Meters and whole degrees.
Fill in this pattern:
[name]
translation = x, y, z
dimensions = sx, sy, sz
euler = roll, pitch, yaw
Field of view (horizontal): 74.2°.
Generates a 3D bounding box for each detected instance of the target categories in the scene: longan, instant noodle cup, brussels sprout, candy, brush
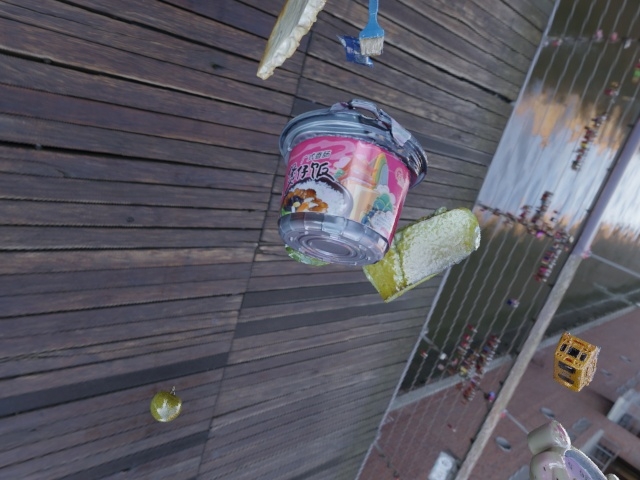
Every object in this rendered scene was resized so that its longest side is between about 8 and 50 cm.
[longan]
translation = -0.372, 0.397, 1.029
dimensions = 0.075, 0.075, 0.083
euler = 53, 52, -46
[instant noodle cup]
translation = 0.036, -0.066, 0.705
dimensions = 0.302, 0.258, 0.181
euler = 67, 35, -66
[brussels sprout]
translation = 0.000, 0.000, 1.186
dimensions = 0.181, 0.100, 0.139
euler = -12, 93, -29
[candy]
translation = 0.096, -0.530, 1.184
dimensions = 0.038, 0.088, 0.136
euler = -64, 161, 0
[brush]
translation = 0.104, -0.448, 0.837
dimensions = 0.014, 0.051, 0.164
euler = -1, 95, -69

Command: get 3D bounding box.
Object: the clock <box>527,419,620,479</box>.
[clock]
translation = 0.652, 0.651, 1.064
dimensions = 0.114, 0.284, 0.309
euler = -49, 173, 29

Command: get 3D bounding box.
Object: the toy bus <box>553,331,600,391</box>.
[toy bus]
translation = 0.624, 0.307, 1.046
dimensions = 0.088, 0.083, 0.194
euler = -49, 137, -15

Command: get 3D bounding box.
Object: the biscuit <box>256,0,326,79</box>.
[biscuit]
translation = -0.045, -0.496, 0.910
dimensions = 0.040, 0.309, 0.204
euler = 21, 67, -25

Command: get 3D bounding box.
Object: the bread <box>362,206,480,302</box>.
[bread]
translation = 0.215, 0.020, 0.902
dimensions = 0.257, 0.124, 0.186
euler = -34, 172, 18
